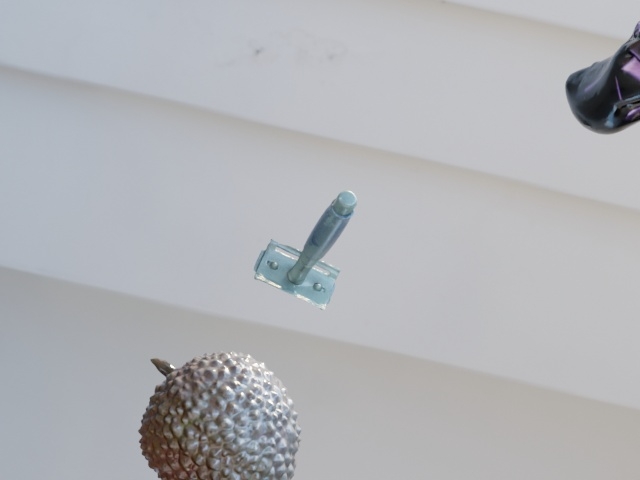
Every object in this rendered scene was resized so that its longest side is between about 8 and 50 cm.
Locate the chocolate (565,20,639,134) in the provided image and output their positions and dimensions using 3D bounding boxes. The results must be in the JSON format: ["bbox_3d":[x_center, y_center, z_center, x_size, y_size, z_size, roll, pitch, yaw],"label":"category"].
[{"bbox_3d":[0.177,-0.094,0.446,0.147,0.070,0.072,-45,156,17],"label":"chocolate"}]

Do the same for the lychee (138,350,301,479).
[{"bbox_3d":[-0.107,0.190,1.060,0.165,0.197,0.165,-29,145,-23],"label":"lychee"}]

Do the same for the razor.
[{"bbox_3d":[0.000,0.000,0.771,0.135,0.068,0.040,125,-13,-56],"label":"razor"}]
